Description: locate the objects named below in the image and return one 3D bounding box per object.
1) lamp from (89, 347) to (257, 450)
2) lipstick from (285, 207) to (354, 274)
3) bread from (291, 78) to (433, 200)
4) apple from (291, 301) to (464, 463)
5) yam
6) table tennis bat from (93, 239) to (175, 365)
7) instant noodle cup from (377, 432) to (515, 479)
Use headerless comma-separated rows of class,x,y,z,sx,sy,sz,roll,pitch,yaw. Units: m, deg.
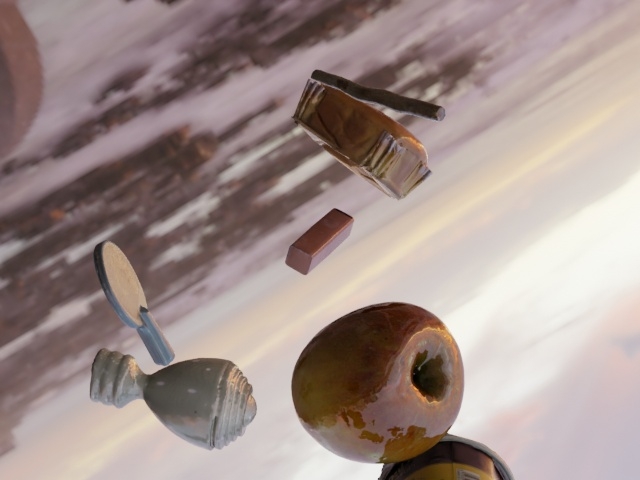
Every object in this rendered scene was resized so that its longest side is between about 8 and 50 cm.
lamp,-0.166,0.175,1.596,0.193,0.106,0.106,12,-173,8
lipstick,0.000,0.000,2.248,0.145,0.045,0.045,-42,157,-51
bread,0.069,-0.170,2.319,0.107,0.241,0.136,-53,138,1
apple,0.074,0.193,1.921,0.237,0.237,0.207,-30,-170,-41
yam,0.075,-0.195,1.883,0.234,0.027,0.029,23,-131,40
table tennis bat,-0.304,0.106,2.287,0.038,0.237,0.149,-24,-158,9
instant noodle cup,0.178,0.402,1.931,0.215,0.215,0.236,-31,-171,8
